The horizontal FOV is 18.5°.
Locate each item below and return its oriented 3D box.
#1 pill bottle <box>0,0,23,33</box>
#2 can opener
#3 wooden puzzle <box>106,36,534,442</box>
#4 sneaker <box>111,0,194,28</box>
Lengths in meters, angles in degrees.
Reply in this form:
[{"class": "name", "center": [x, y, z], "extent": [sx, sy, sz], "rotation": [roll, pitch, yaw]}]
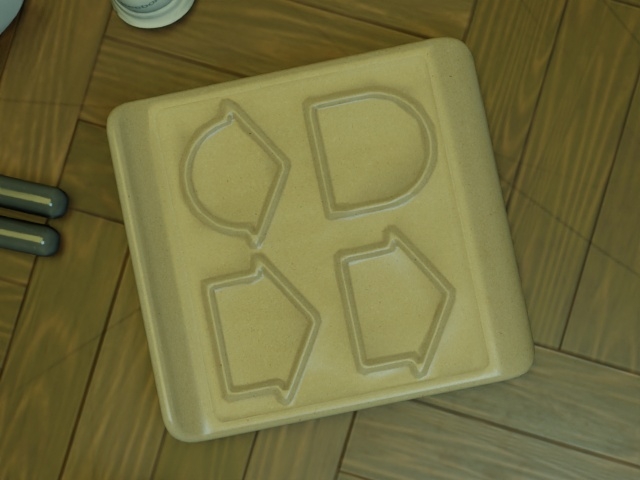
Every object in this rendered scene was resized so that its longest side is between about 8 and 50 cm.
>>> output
[{"class": "pill bottle", "center": [-0.415, -0.294, 1.822], "extent": [0.160, 0.160, 0.283], "rotation": [-40, 84, 0]}, {"class": "can opener", "center": [-0.383, -0.046, 1.835], "extent": [0.283, 0.095, 0.076], "rotation": [12, 88, 4]}, {"class": "wooden puzzle", "center": [0.000, 0.000, 1.824], "extent": [0.348, 0.080, 0.322], "rotation": [-11, 86, -2]}, {"class": "sneaker", "center": [-0.165, -0.353, 1.828], "extent": [0.111, 0.129, 0.297], "rotation": [-7, 84, 5]}]
